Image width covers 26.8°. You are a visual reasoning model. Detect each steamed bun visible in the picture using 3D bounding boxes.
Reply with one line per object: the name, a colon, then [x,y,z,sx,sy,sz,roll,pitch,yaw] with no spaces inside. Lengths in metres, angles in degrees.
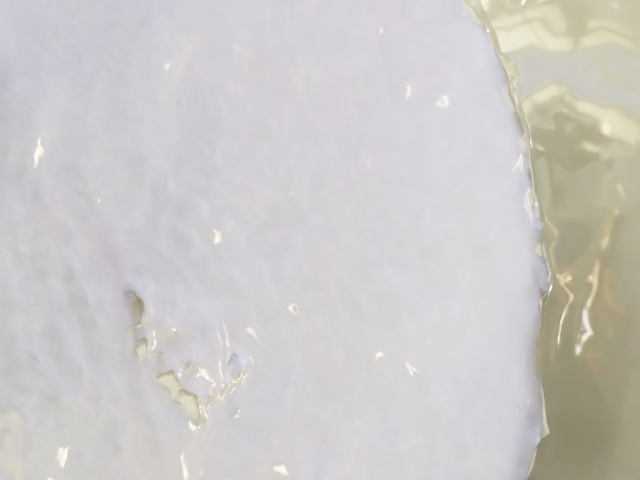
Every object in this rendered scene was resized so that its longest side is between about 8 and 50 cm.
steamed bun: [0.000,0.000,0.450,0.324,0.206,0.324,4,96,34]
